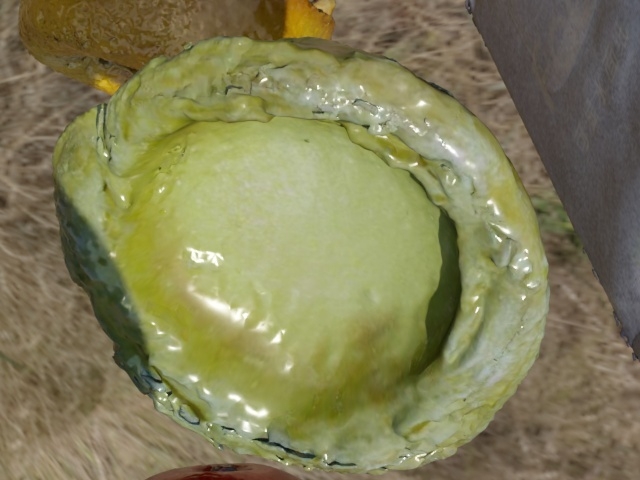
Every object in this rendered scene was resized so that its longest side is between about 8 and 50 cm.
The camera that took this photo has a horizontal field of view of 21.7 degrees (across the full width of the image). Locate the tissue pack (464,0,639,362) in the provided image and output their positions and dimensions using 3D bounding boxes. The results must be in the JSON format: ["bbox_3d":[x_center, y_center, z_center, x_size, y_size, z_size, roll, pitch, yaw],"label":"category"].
[{"bbox_3d":[0.241,-0.148,1.204,0.124,0.288,0.394,-7,54,-17],"label":"tissue pack"}]

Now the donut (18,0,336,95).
[{"bbox_3d":[-0.111,-0.161,1.245,0.253,0.253,0.118,19,86,-17],"label":"donut"}]

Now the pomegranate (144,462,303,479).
[{"bbox_3d":[-0.054,0.262,1.008,0.221,0.221,0.256,-14,84,-16],"label":"pomegranate"}]

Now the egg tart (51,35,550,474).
[{"bbox_3d":[0.000,0.000,0.609,0.197,0.197,0.078,52,43,-13],"label":"egg tart"}]
